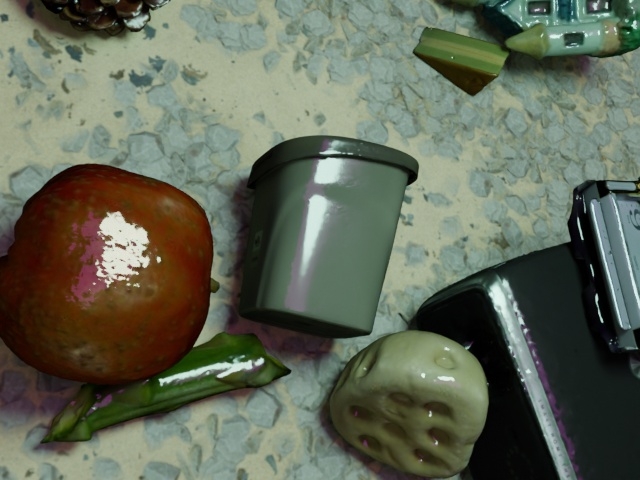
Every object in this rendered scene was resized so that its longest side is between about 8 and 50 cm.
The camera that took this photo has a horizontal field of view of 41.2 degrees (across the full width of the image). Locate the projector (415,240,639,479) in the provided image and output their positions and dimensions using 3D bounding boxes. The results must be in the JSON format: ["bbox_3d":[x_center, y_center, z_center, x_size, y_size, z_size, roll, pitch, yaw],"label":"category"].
[{"bbox_3d":[0.402,0.205,1.285,0.405,0.242,0.395,-14,77,-28],"label":"projector"}]

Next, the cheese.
[{"bbox_3d":[0.131,0.229,1.183,0.218,0.235,0.117,60,38,-24],"label":"cheese"}]

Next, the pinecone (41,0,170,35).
[{"bbox_3d":[-0.310,-0.404,1.195,0.221,0.221,0.221,7,71,-21],"label":"pinecone"}]

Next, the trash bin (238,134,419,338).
[{"bbox_3d":[0.000,0.000,1.203,0.219,0.220,0.250,14,76,-17],"label":"trash bin"}]

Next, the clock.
[{"bbox_3d":[0.454,0.033,1.184,0.186,0.083,0.253,1,71,-25],"label":"clock"}]

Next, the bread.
[{"bbox_3d":[0.243,-0.328,1.473,0.139,0.084,0.074,35,65,-9],"label":"bread"}]

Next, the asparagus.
[{"bbox_3d":[-0.200,0.190,1.125,0.343,0.082,0.085,-11,114,-25],"label":"asparagus"}]

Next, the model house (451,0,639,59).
[{"bbox_3d":[0.372,-0.442,1.463,0.325,0.194,0.267,-4,101,-1],"label":"model house"}]

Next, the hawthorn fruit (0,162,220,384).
[{"bbox_3d":[-0.253,0.043,1.051,0.299,0.275,0.275,11,69,-35],"label":"hawthorn fruit"}]
